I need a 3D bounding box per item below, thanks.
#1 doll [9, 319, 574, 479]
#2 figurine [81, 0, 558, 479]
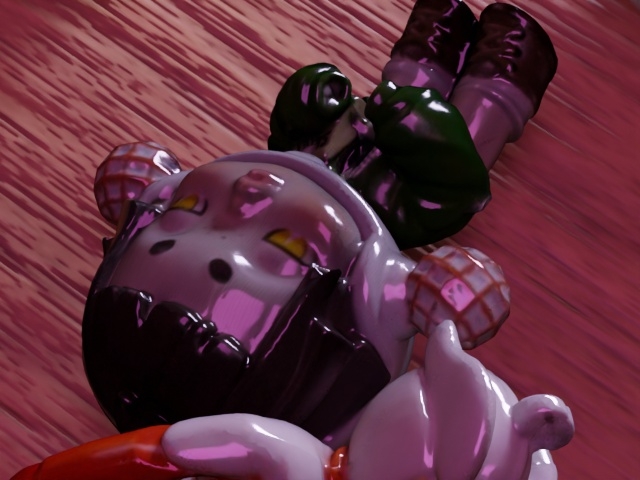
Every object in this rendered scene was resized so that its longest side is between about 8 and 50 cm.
[{"bbox_3d":[-0.055,0.147,0.829,0.384,0.188,0.099,-25,47,17],"label":"doll"},{"bbox_3d":[0.000,0.000,0.964,0.281,0.167,0.370,19,56,34],"label":"figurine"}]
